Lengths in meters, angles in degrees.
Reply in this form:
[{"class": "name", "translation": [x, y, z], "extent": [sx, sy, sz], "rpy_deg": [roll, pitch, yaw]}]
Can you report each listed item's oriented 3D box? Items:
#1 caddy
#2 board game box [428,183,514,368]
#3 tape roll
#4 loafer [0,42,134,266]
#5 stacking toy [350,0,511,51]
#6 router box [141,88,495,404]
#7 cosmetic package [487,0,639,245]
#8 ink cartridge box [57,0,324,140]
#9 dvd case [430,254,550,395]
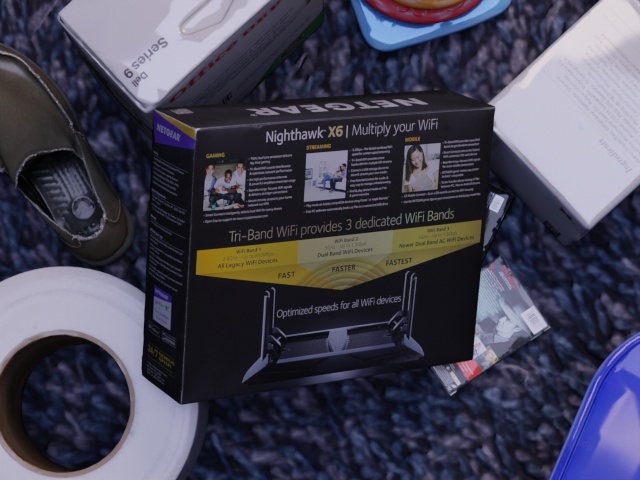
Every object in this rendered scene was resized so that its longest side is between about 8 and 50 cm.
[{"class": "caddy", "translation": [0.331, 0.245, 1.758], "extent": [0.241, 0.179, 0.341], "rpy_deg": [21, 71, 16]}, {"class": "board game box", "translation": [0.090, 0.013, 1.850], "extent": [0.126, 0.026, 0.186], "rpy_deg": [26, 82, 9]}, {"class": "tape roll", "translation": [-0.228, 0.151, 1.773], "extent": [0.246, 0.169, 0.246], "rpy_deg": [0, 84, 1]}, {"class": "loafer", "translation": [-0.265, -0.090, 1.838], "extent": [0.094, 0.087, 0.251], "rpy_deg": [-38, 86, -4]}, {"class": "stacking toy", "translation": [0.098, -0.298, 1.752], "extent": [0.165, 0.302, 0.175], "rpy_deg": [-19, 84, -2]}, {"class": "router box", "translation": [0.000, 0.000, 1.679], "extent": [0.309, 0.081, 0.243], "rpy_deg": [-6, 109, -31]}, {"class": "cosmetic package", "translation": [0.256, -0.114, 1.809], "extent": [0.183, 0.151, 0.151], "rpy_deg": [-42, 85, -5]}, {"class": "ink cartridge box", "translation": [-0.108, -0.202, 1.748], "extent": [0.211, 0.289, 0.121], "rpy_deg": [-43, 85, -4]}, {"class": "dvd case", "translation": [0.150, 0.082, 1.858], "extent": [0.119, 0.013, 0.087], "rpy_deg": [-34, 85, -2]}]
